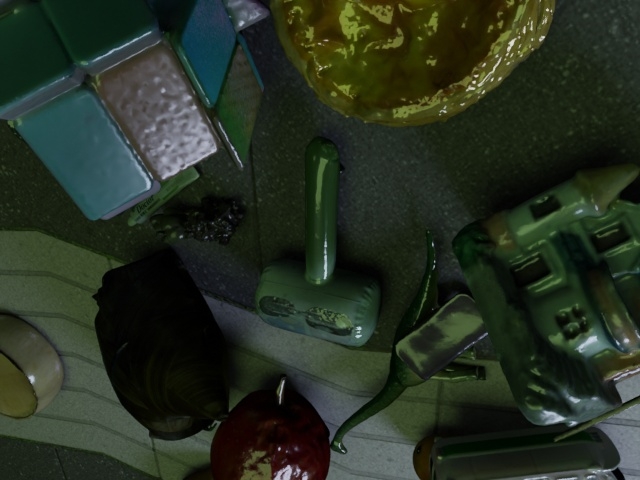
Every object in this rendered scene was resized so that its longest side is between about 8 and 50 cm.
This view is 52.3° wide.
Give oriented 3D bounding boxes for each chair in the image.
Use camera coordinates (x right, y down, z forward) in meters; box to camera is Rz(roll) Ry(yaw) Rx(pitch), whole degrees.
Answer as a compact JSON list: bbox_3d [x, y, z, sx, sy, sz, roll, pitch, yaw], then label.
[{"bbox_3d":[0.408,0.206,0.941,0.221,0.104,0.095,-28,140,29],"label":"chair"}]

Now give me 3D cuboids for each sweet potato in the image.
[{"bbox_3d":[-0.297,0.614,1.541,0.108,0.079,0.346,22,131,-5],"label":"sweet potato"}]

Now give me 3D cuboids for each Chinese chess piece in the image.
[{"bbox_3d":[-0.725,0.294,1.515,0.257,0.104,0.257,12,124,18],"label":"Chinese chess piece"}]

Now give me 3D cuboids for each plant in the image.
[{"bbox_3d":[-0.209,-0.028,1.101,0.174,0.087,0.085,-6,88,22],"label":"plant"}]

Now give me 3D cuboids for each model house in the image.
[{"bbox_3d":[0.363,0.040,0.773,0.324,0.194,0.267,-30,63,23],"label":"model house"}]

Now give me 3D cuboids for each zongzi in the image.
[{"bbox_3d":[-0.229,0.284,1.133,0.432,0.207,0.404,42,145,46],"label":"zongzi"}]

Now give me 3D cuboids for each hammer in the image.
[{"bbox_3d":[0.000,0.000,1.009,0.206,0.119,0.336,11,117,18],"label":"hammer"}]

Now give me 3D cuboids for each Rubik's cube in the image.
[{"bbox_3d":[-0.238,-0.232,0.784,0.358,0.368,0.387,-31,102,-5],"label":"Rubik's cube"}]

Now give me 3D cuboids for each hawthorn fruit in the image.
[{"bbox_3d":[-0.092,0.363,1.208,0.210,0.230,0.266,21,116,46],"label":"hawthorn fruit"}]

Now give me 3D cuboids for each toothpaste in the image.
[{"bbox_3d":[-0.278,-0.079,1.127,0.197,0.029,0.048,-35,90,33],"label":"toothpaste"}]

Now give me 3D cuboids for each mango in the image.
[{"bbox_3d":[0.245,0.394,1.153,0.163,0.089,0.111,-5,129,16],"label":"mango"}]

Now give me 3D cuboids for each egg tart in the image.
[{"bbox_3d":[0.101,-0.296,0.754,0.341,0.132,0.341,11,123,18],"label":"egg tart"}]

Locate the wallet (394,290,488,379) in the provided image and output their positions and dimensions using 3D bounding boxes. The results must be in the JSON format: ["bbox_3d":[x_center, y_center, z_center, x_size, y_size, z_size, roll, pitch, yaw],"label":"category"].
[{"bbox_3d":[0.185,0.141,0.971,0.082,0.018,0.157,43,114,-3],"label":"wallet"}]

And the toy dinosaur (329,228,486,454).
[{"bbox_3d":[0.112,0.184,1.079,0.300,0.087,0.447,-4,114,24],"label":"toy dinosaur"}]

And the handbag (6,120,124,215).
[{"bbox_3d":[-0.355,-0.190,1.059,0.260,0.079,0.247,45,127,-7],"label":"handbag"}]

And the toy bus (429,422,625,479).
[{"bbox_3d":[0.327,0.392,1.031,0.305,0.143,0.179,-7,106,4],"label":"toy bus"}]
